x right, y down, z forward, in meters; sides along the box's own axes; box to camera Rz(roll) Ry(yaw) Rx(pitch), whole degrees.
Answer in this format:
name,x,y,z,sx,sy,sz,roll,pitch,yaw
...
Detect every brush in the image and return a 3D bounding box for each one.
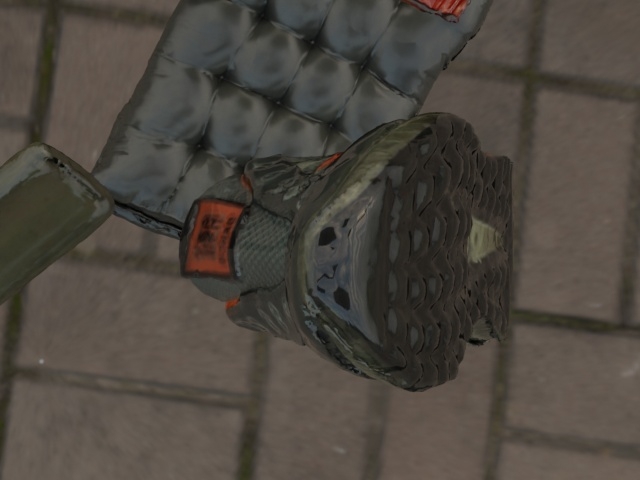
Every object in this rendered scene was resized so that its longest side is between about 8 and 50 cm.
name,x,y,z,sx,sy,sz,roll,pitch,yaw
brush,-0.134,0.034,0.500,0.190,0.027,0.034,-39,135,15

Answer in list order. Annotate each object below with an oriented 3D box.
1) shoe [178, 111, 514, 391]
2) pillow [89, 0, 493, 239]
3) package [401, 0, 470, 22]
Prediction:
name,x,y,z,sx,sy,sz,roll,pitch,yaw
shoe,0.000,0.000,0.985,0.171,0.336,0.132,3,91,14
pillow,-0.020,-0.123,1.492,0.228,0.101,0.326,27,89,-4
package,0.002,-0.168,0.938,0.200,0.022,0.083,24,60,24
